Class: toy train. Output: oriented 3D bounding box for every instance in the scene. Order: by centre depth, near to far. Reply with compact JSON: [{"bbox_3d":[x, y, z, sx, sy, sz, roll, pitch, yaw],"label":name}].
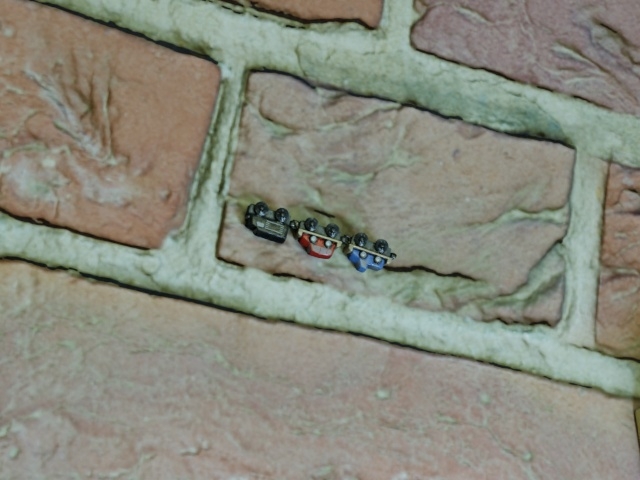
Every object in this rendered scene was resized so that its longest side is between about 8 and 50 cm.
[{"bbox_3d":[0.000,0.000,1.371,0.158,0.027,0.036,17,74,-12],"label":"toy train"}]

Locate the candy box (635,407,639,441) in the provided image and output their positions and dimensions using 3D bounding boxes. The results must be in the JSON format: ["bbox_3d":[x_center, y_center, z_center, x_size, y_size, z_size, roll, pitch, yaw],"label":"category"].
[{"bbox_3d":[0.504,0.186,1.397,0.316,0.183,0.088,-1,76,-18],"label":"candy box"}]
